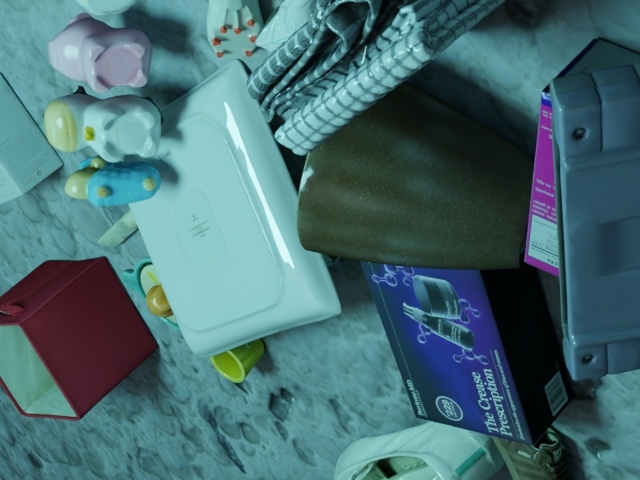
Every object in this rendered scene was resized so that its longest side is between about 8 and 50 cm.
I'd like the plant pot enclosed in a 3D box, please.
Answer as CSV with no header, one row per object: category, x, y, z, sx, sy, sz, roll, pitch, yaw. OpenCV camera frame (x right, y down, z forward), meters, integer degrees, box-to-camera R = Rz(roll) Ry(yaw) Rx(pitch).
plant pot,0.123,-0.055,1.470,0.230,0.215,0.215,19,137,16

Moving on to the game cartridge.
game cartridge,0.334,-0.016,1.262,0.230,0.068,0.355,-8,133,5

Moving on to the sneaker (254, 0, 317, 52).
sneaker,-0.020,-0.255,1.541,0.061,0.054,0.152,33,148,-6

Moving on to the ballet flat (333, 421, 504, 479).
ballet flat,0.103,0.340,1.904,0.139,0.139,0.400,49,145,-3

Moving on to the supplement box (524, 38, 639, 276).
supplement box,0.281,-0.067,1.350,0.114,0.111,0.220,26,140,26

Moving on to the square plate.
square plate,-0.148,-0.023,1.806,0.347,0.049,0.344,-22,91,50

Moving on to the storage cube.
storage cube,-0.418,0.157,2.212,0.183,0.193,0.215,-5,121,48

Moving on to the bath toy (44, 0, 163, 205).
bath toy,-0.275,-0.222,1.722,0.129,0.151,0.348,-109,19,-60

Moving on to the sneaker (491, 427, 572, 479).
sneaker,0.280,0.281,1.720,0.071,0.066,0.188,-22,107,52

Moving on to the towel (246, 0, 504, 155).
towel,0.073,-0.222,1.270,0.121,0.283,0.235,51,143,-4

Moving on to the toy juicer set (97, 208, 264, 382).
toy juicer set,-0.212,0.055,1.991,0.329,0.089,0.209,39,144,13

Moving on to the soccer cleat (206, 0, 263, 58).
soccer cleat,-0.102,-0.286,1.588,0.068,0.076,0.196,-3,151,-1

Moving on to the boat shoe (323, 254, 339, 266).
boat shoe,0.000,0.000,1.752,0.063,0.066,0.184,36,133,17

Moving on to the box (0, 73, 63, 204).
box,-0.500,-0.150,2.092,0.130,0.091,0.170,-14,113,51

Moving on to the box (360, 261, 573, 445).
box,0.174,0.101,1.632,0.184,0.103,0.261,10,130,44
